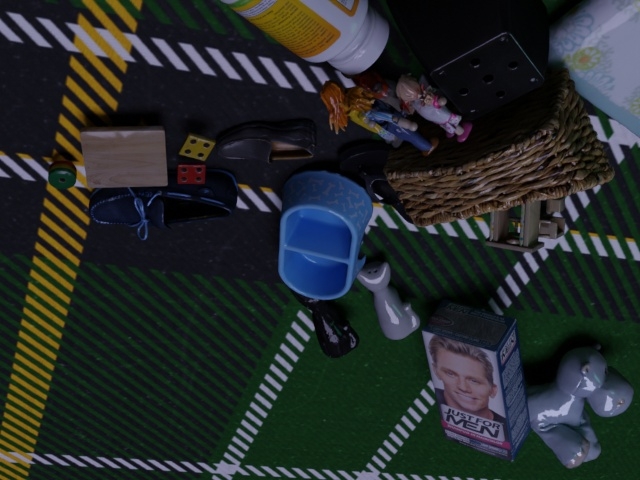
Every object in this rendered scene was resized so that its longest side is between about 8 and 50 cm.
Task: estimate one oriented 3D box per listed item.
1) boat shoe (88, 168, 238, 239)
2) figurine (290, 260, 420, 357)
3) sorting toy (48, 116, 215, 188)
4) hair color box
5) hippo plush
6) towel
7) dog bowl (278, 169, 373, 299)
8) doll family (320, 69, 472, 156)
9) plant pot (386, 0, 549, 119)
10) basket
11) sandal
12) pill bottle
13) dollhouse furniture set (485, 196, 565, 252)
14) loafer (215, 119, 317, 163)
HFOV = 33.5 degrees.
[{"bbox_3d":[-0.271,-0.065,1.814,0.258,0.089,0.109,-12,142,6],"label":"boat shoe"},{"bbox_3d":[0.069,0.125,2.120,0.214,0.092,0.209,-18,137,12],"label":"figurine"},{"bbox_3d":[-0.309,-0.147,1.738,0.274,0.046,0.132,-2,142,-6],"label":"sorting toy"},{"bbox_3d":[0.332,0.298,2.242,0.173,0.105,0.347,14,137,32],"label":"hair color box"},{"bbox_3d":[0.572,0.337,2.416,0.294,0.234,0.237,41,111,6],"label":"hippo plush"},{"bbox_3d":[0.560,-0.308,1.645,0.374,0.090,0.320,25,129,-35],"label":"towel"},{"bbox_3d":[0.000,0.000,1.912,0.165,0.074,0.297,13,141,6],"label":"dog bowl"},{"bbox_3d":[0.089,-0.189,1.576,0.163,0.263,0.118,30,91,-34],"label":"doll family"},{"bbox_3d":[0.228,-0.290,1.546,0.187,0.167,0.188,-26,139,23],"label":"plant pot"},{"bbox_3d":[0.278,-0.094,1.648,0.299,0.213,0.223,-13,125,30],"label":"basket"},{"bbox_3d":[0.132,-0.094,1.869,0.097,0.055,0.254,-32,136,28],"label":"sandal"},{"bbox_3d":[-0.021,-0.332,1.475,0.136,0.136,0.245,-34,135,30],"label":"pill bottle"},{"bbox_3d":[0.373,-0.089,1.929,0.101,0.161,0.182,11,108,32],"label":"dollhouse furniture set"},{"bbox_3d":[-0.089,-0.156,1.750,0.170,0.061,0.062,-10,143,4],"label":"loafer"}]
